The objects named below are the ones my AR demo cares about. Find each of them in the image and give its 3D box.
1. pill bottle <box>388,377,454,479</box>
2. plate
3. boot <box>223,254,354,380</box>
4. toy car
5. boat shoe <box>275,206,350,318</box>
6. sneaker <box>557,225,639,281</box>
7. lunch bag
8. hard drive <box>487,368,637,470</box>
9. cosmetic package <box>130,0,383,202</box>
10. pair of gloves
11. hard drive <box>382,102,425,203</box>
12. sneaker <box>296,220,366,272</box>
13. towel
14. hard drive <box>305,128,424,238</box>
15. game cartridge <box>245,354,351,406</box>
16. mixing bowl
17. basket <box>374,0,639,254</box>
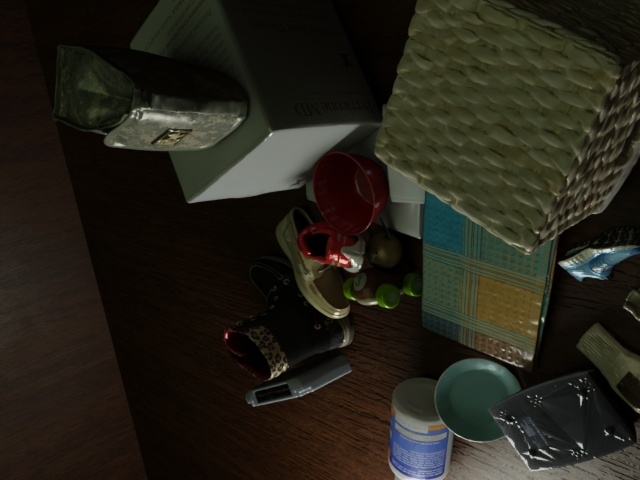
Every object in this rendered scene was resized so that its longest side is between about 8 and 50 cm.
[{"bbox_3d":[0.236,0.473,1.595,0.152,0.152,0.272,26,126,40],"label":"pill bottle"},{"bbox_3d":[0.340,0.339,1.454,0.188,0.024,0.188,2,98,15],"label":"plate"},{"bbox_3d":[-0.132,0.196,1.775,0.377,0.284,0.138,39,134,29],"label":"boot"},{"bbox_3d":[0.128,0.038,1.508,0.155,0.148,0.189,7,113,58],"label":"toy car"},{"bbox_3d":[-0.010,0.055,1.713,0.302,0.109,0.098,60,143,17],"label":"boat shoe"},{"bbox_3d":[0.494,0.029,1.165,0.073,0.063,0.162,50,146,-7],"label":"sneaker"},{"bbox_3d":[-0.303,-0.249,1.214,0.287,0.235,0.169,22,108,41],"label":"lunch bag"},{"bbox_3d":[0.469,0.349,1.325,0.172,0.054,0.254,55,137,5],"label":"hard drive"},{"bbox_3d":[-0.140,-0.333,1.438,0.327,0.329,0.394,-32,77,45],"label":"cosmetic package"},{"bbox_3d":[0.571,0.194,1.157,0.204,0.042,0.240,51,138,20],"label":"pair of gloves"},{"bbox_3d":[0.266,-0.164,1.290,0.307,0.040,0.203,7,114,36],"label":"hard drive"},{"bbox_3d":[0.000,0.000,1.549,0.279,0.118,0.108,11,89,64],"label":"sneaker"},{"bbox_3d":[0.319,0.073,1.330,0.271,0.040,0.370,22,134,33],"label":"towel"},{"bbox_3d":[0.099,-0.162,1.524,0.353,0.047,0.233,22,123,41],"label":"hard drive"},{"bbox_3d":[-0.057,0.381,1.851,0.297,0.198,0.062,-28,87,51],"label":"game cartridge"},{"bbox_3d":[0.080,-0.111,1.453,0.181,0.098,0.182,24,124,41],"label":"mixing bowl"},{"bbox_3d":[0.298,-0.216,1.004,0.331,0.266,0.329,39,135,29],"label":"basket"}]
